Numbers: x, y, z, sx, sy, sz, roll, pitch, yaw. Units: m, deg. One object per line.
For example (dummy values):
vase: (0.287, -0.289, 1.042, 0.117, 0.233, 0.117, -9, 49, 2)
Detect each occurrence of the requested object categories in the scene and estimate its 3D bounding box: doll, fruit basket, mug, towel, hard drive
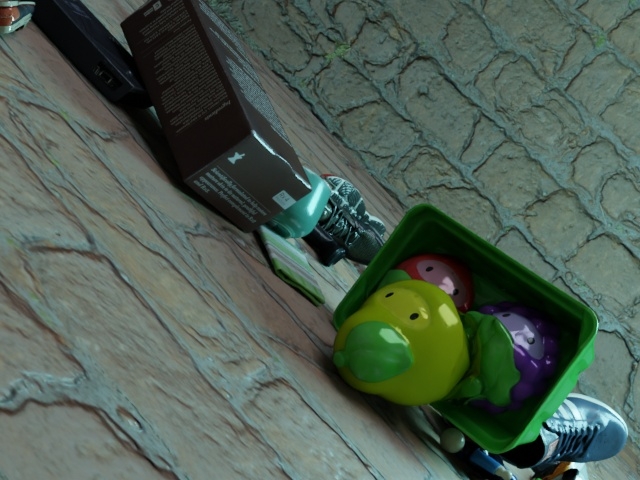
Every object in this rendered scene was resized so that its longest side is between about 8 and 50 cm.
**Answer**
doll: (0.255, 0.342, 1.638, 0.189, 0.046, 0.129, 41, -6, -17)
fruit basket: (0.178, 0.124, 1.563, 0.392, 0.283, 0.392, 37, 0, 0)
mug: (-0.056, -0.056, 1.799, 0.130, 0.097, 0.157, 13, -24, 31)
towel: (-0.053, 0.037, 1.724, 0.113, 0.023, 0.152, 37, 14, -31)
hard drive: (-0.367, -0.314, 1.738, 0.254, 0.054, 0.172, 47, 10, 7)

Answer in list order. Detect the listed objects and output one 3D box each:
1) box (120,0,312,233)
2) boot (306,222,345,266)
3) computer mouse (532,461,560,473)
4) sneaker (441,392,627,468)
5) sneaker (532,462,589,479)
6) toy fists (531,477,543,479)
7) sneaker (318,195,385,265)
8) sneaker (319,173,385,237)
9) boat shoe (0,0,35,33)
box: (-0.169, -0.217, 1.726, 0.191, 0.143, 0.381, 43, 16, -52)
boot: (0.000, 0.000, 2.026, 0.099, 0.045, 0.121, 49, 2, 5)
computer mouse: (0.507, 0.483, 2.107, 0.262, 0.060, 0.184, 47, 10, 8)
sneaker: (0.367, 0.320, 1.766, 0.350, 0.131, 0.148, 12, 16, -19)
sneaker: (0.438, 0.455, 1.894, 0.121, 0.099, 0.262, 62, 13, 6)
toy fists: (0.395, 0.464, 1.612, 0.279, 0.096, 0.142, 37, 6, -35)
sneaker: (0.034, -0.026, 2.171, 0.227, 0.087, 0.130, 43, 11, 6)
sneaker: (0.037, -0.067, 2.369, 0.118, 0.107, 0.279, 42, -4, 36)
boat shoe: (-0.429, -0.313, 1.514, 0.137, 0.049, 0.043, -104, -169, -77)
